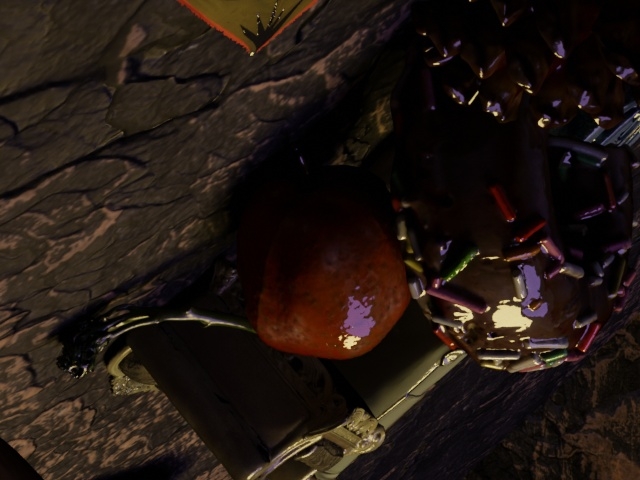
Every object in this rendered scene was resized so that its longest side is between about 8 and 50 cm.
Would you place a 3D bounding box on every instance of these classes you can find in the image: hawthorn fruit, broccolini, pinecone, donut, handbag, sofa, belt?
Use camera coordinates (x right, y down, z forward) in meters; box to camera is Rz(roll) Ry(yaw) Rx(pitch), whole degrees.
[{"bbox_3d":[0.000,0.000,1.237,0.157,0.157,0.194,-29,123,-31],"label":"hawthorn fruit"},{"bbox_3d":[-0.133,0.076,1.247,0.194,0.054,0.052,-8,110,-16],"label":"broccolini"},{"bbox_3d":[0.195,-0.187,1.022,0.292,0.246,0.246,-22,176,39],"label":"pinecone"},{"bbox_3d":[0.176,-0.019,1.266,0.136,0.259,0.345,-7,154,30],"label":"donut"},{"bbox_3d":[0.069,0.095,1.564,0.109,0.241,0.315,33,113,-24],"label":"handbag"},{"bbox_3d":[-0.074,0.161,1.393,0.182,0.200,0.258,-41,164,-1],"label":"sofa"},{"bbox_3d":[0.299,-0.133,1.612,0.190,0.082,0.141,-46,158,24],"label":"belt"}]

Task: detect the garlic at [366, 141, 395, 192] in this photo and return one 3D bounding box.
[{"bbox_3d":[0.108,-0.067,1.399,0.195,0.087,0.101,-38,176,-15],"label":"garlic"}]

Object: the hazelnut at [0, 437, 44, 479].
[{"bbox_3d":[-0.325,0.243,0.930,0.366,0.366,0.366,-35,162,-13],"label":"hazelnut"}]

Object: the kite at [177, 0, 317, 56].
[{"bbox_3d":[0.004,-0.225,0.908,0.377,0.013,0.327,-27,160,-35],"label":"kite"}]
